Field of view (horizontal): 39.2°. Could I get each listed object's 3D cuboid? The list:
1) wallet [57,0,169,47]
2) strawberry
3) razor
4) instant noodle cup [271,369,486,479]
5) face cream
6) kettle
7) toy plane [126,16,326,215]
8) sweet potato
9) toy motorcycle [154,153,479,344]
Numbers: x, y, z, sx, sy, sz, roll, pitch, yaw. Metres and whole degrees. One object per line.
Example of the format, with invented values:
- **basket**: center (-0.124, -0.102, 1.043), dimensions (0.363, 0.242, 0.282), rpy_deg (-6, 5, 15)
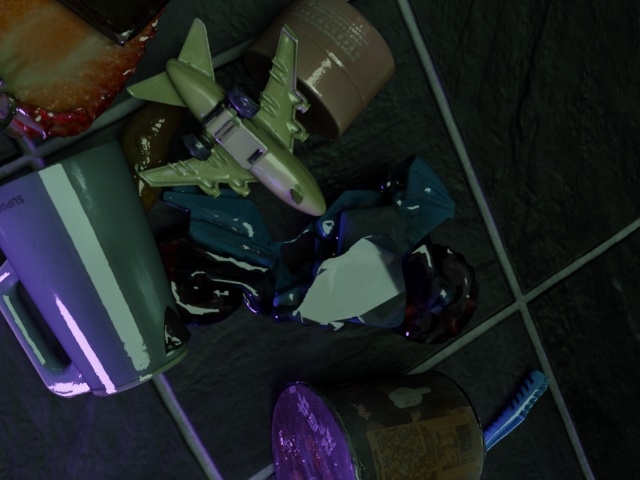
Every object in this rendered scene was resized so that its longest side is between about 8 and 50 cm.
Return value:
- **wallet**: center (-0.256, -0.301, 0.907), dimensions (0.232, 0.031, 0.122), rpy_deg (35, 63, 1)
- **strawberry**: center (-0.272, -0.199, 0.935), dimensions (0.188, 0.106, 0.286), rpy_deg (44, 63, 3)
- **razor**: center (0.248, 0.292, 1.295), dimensions (0.253, 0.042, 0.082), rpy_deg (-52, 156, -9)
- **instant noodle cup**: center (0.074, 0.265, 1.130), dimensions (0.207, 0.217, 0.217), rpy_deg (-7, 102, -29)
- **face cream**: center (-0.001, -0.204, 1.040), dimensions (0.149, 0.149, 0.104), rpy_deg (45, 79, -23)
- **kettle**: center (-0.262, 0.044, 0.957), dimensions (0.210, 0.160, 0.243), rpy_deg (-19, 99, 19)
- **toy plane**: center (-0.082, -0.111, 0.960), dimensions (0.229, 0.092, 0.244), rpy_deg (-42, 100, 14)
- **sweet potato**: center (-0.192, -0.125, 1.019), dimensions (0.068, 0.068, 0.226), rpy_deg (17, 89, -25)
- **toy motorcycle**: center (0.000, 0.000, 1.084), dimensions (0.416, 0.172, 0.232), rpy_deg (5, 87, -11)
